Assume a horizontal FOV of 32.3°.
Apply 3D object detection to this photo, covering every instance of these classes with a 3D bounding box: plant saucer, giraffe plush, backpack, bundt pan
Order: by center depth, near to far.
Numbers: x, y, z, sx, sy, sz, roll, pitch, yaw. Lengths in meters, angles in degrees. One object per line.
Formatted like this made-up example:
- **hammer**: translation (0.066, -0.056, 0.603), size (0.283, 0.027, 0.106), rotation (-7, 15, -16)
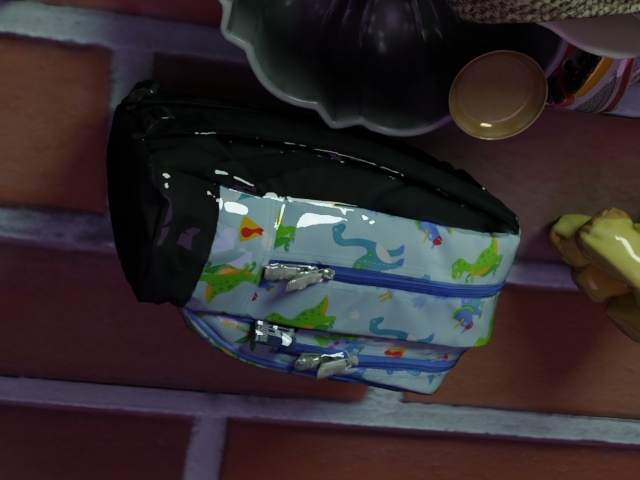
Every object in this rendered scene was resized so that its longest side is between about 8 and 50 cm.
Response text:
- **bundt pan**: translation (0.068, -0.257, 0.907), size (0.330, 0.124, 0.331), rotation (-2, 124, -3)
- **plant saucer**: translation (0.147, -0.123, 0.922), size (0.083, 0.015, 0.083), rotation (-3, 126, -4)
- **backpack**: translation (0.000, 0.000, 0.994), size (0.355, 0.290, 0.273), rotation (-3, 107, -17)
- **giraffe plush**: translation (0.361, 0.000, 1.101), size (0.170, 0.210, 0.181), rotation (-45, 117, -9)

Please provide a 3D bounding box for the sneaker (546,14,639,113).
- **sneaker**: translation (0.289, -0.210, 0.995), size (0.092, 0.088, 0.225), rotation (14, 125, -39)

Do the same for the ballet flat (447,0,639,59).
- **ballet flat**: translation (0.313, -0.216, 0.834), size (0.482, 0.164, 0.182), rotation (-3, 142, -15)
